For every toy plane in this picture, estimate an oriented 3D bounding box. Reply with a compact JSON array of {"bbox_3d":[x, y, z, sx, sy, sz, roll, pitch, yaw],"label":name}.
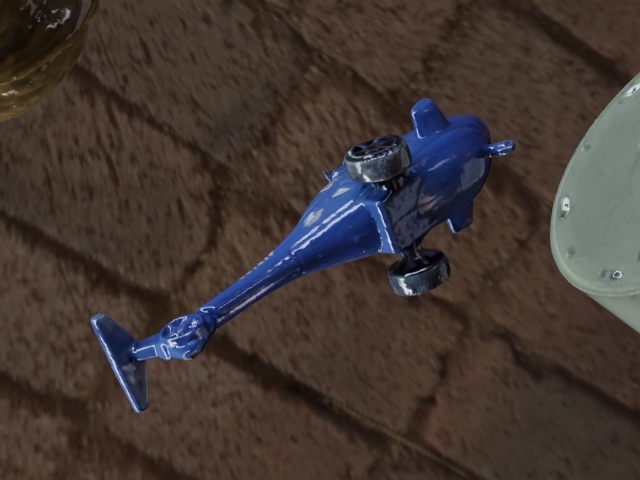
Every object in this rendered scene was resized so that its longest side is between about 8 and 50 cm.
[{"bbox_3d":[0.000,0.000,0.521,0.167,0.062,0.054,-35,115,-31],"label":"toy plane"}]

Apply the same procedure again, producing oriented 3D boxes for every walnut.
[{"bbox_3d":[-0.295,-0.214,1.374,0.198,0.198,0.245,35,60,-18],"label":"walnut"}]

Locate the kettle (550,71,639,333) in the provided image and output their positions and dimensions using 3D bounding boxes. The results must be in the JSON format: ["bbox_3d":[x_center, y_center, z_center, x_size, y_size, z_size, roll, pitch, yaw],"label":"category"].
[{"bbox_3d":[0.380,0.074,1.135,0.376,0.361,0.250,38,131,-25],"label":"kettle"}]
